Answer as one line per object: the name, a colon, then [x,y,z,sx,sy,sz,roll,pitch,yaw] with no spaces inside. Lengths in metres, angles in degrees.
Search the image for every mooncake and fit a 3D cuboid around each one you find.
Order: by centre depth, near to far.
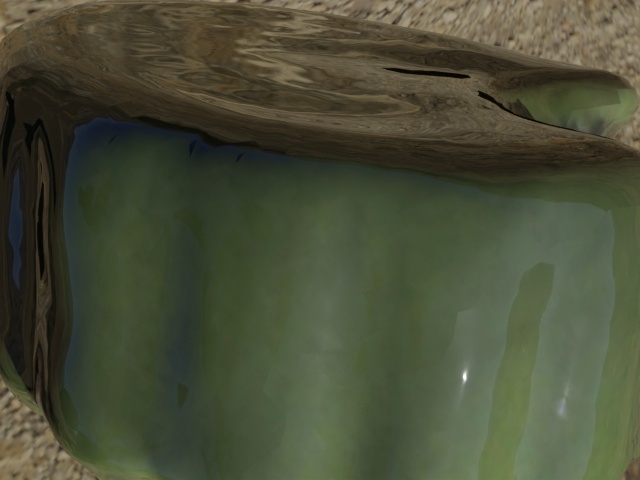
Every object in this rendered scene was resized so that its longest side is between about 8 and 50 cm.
mooncake: [0.000,0.000,0.618,0.351,0.351,0.187,11,111,7]
